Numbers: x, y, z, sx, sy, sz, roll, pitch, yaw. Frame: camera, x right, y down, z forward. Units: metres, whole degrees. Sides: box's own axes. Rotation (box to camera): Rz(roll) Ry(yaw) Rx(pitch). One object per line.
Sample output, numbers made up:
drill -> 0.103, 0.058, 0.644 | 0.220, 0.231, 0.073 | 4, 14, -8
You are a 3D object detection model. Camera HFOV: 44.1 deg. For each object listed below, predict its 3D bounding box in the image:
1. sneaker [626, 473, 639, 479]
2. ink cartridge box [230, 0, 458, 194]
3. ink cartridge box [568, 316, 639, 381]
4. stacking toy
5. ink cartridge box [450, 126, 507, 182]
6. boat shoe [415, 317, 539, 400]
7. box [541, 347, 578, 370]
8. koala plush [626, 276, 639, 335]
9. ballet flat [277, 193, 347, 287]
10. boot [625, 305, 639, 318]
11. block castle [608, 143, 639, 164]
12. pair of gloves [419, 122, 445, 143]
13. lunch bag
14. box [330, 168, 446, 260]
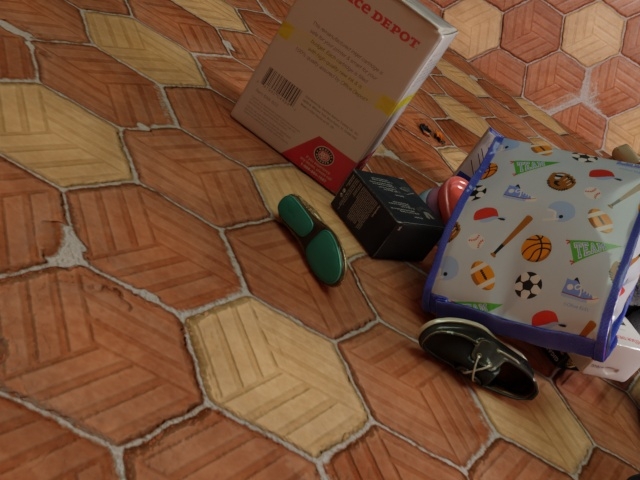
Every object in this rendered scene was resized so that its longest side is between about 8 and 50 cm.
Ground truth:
sneaker -> 0.534, 0.453, 1.210 | 0.082, 0.069, 0.209 | 59, 4, -30
ink cartridge box -> 0.046, -0.334, 1.568 | 0.279, 0.384, 0.160 | 38, 26, 6
ink cartridge box -> 0.516, 0.161, 1.517 | 0.148, 0.086, 0.203 | 15, 33, -34
stacking toy -> 0.337, 0.009, 1.713 | 0.309, 0.130, 0.279 | 4, 66, -43
ink cartridge box -> 0.373, -0.154, 1.851 | 0.097, 0.207, 0.046 | 34, 26, -4
boat shoe -> 0.259, 0.193, 1.281 | 0.233, 0.084, 0.079 | 27, 27, -22
box -> 0.516, 0.191, 1.621 | 0.220, 0.051, 0.175 | 13, 34, -37
koala plush -> 0.678, 0.161, 1.587 | 0.204, 0.221, 0.196 | 5, 3, 5
ballet flat -> 0.000, 0.000, 1.322 | 0.067, 0.073, 0.206 | 25, 28, -52
boot -> 0.639, 0.085, 1.847 | 0.264, 0.096, 0.280 | 22, 19, -25
block castle -> 0.963, -0.060, 2.281 | 0.454, 0.303, 0.212 | 17, 32, -31
pair of gloves -> 0.322, -0.307, 2.271 | 0.083, 0.010, 0.074 | 22, 30, -19
lunch bag -> 0.395, 0.030, 1.408 | 0.328, 0.238, 0.385 | 13, 47, 27
box -> 0.131, -0.047, 1.520 | 0.156, 0.093, 0.158 | 6, 38, -45
